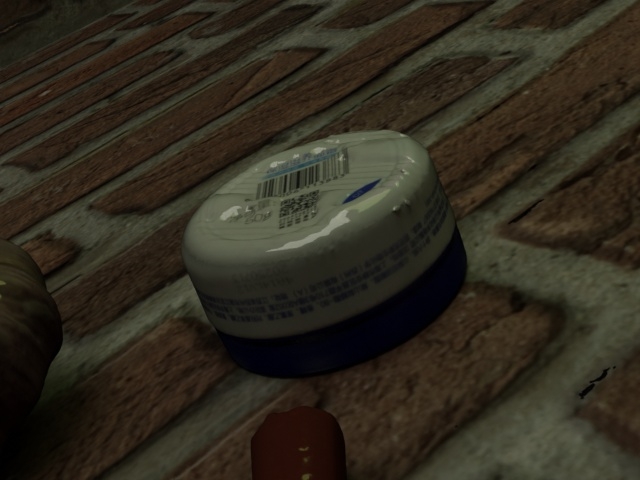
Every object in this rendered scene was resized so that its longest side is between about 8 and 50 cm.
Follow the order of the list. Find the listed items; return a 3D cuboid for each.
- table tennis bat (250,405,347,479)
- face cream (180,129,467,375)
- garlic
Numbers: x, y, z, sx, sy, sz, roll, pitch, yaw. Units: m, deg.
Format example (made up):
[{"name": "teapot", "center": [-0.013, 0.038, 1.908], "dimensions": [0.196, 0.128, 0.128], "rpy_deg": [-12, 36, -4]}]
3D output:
[{"name": "table tennis bat", "center": [-0.002, 0.215, 0.408], "dimensions": [0.268, 0.051, 0.415], "rpy_deg": [-20, 28, 8]}, {"name": "face cream", "center": [0.000, 0.000, 0.760], "dimensions": [0.205, 0.111, 0.206], "rpy_deg": [-18, 26, 9]}, {"name": "garlic", "center": [-0.302, 0.105, 0.767], "dimensions": [0.244, 0.160, 0.245], "rpy_deg": [-16, 47, 17]}]
